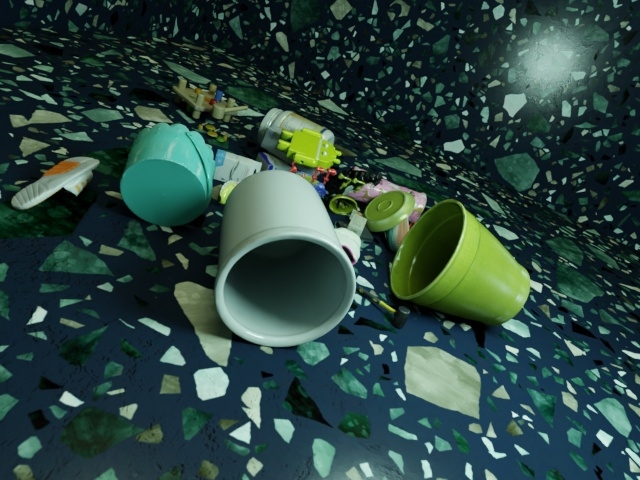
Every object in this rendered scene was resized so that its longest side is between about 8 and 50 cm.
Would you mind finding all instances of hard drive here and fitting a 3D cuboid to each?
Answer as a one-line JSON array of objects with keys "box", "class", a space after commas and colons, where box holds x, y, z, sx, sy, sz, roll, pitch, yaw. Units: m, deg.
[{"box": [0.137, -0.037, 1.736, 0.135, 0.022, 0.094, 8, 32, -25], "class": "hard drive"}]

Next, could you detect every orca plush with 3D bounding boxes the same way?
[{"box": [0.110, -0.248, 1.848, 0.287, 0.151, 0.102, 8, -13, 38], "class": "orca plush"}]

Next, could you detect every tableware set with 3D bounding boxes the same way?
[{"box": [-0.509, -0.510, 2.065, 0.154, 0.024, 0.104, 29, 32, 7], "class": "tableware set"}]

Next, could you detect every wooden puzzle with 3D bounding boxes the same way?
[{"box": [0.150, -0.098, 1.818, 0.049, 0.006, 0.083, 28, 66, -7], "class": "wooden puzzle"}]

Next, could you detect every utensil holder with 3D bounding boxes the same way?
[{"box": [-0.105, 0.025, 1.147, 0.327, 0.328, 0.385, 13, 28, -18], "class": "utensil holder"}]

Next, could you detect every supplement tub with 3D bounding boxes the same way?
[{"box": [-0.117, -0.476, 2.077, 0.316, 0.228, 0.228, 28, 29, 10], "class": "supplement tub"}]

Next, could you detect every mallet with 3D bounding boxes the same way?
[{"box": [0.190, 0.207, 1.360, 0.189, 0.062, 0.039, 25, 23, 35], "class": "mallet"}]

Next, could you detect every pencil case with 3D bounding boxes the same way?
[{"box": [0.294, -0.208, 2.003, 0.386, 0.160, 0.167, 19, 47, -7], "class": "pencil case"}]

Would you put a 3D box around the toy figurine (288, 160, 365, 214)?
[{"box": [-0.024, -0.248, 1.817, 0.362, 0.191, 0.217, 9, 27, -26], "class": "toy figurine"}]

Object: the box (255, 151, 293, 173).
[{"box": [-0.200, -0.324, 1.922, 0.137, 0.072, 0.126, 0, 36, -36], "class": "box"}]

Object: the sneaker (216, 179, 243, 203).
[{"box": [-0.293, -0.168, 1.584, 0.094, 0.081, 0.208, 33, 29, 13], "class": "sneaker"}]

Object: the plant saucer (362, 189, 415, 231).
[{"box": [0.273, -0.133, 1.805, 0.037, 0.241, 0.241, 54, 12, -32], "class": "plant saucer"}]

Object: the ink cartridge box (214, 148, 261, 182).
[{"box": [-0.331, -0.277, 1.712, 0.180, 0.104, 0.060, 15, 29, -14], "class": "ink cartridge box"}]

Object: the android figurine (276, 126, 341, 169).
[{"box": [-0.044, -0.385, 1.825, 0.273, 0.056, 0.248, 18, 42, -6], "class": "android figurine"}]

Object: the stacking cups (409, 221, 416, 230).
[{"box": [0.546, -0.023, 1.963, 0.316, 0.096, 0.096, 9, 31, -15], "class": "stacking cups"}]

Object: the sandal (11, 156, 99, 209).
[{"box": [-0.747, -0.152, 1.243, 0.102, 0.076, 0.265, 18, 47, 21], "class": "sandal"}]

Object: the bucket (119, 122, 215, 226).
[{"box": [-0.455, -0.189, 1.312, 0.281, 0.281, 0.183, 13, 39, -18], "class": "bucket"}]

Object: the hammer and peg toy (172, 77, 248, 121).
[{"box": [-0.556, -0.688, 2.220, 0.266, 0.127, 0.361, -10, 43, -48], "class": "hammer and peg toy"}]

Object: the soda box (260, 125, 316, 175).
[{"box": [-0.116, -0.393, 1.924, 0.286, 0.098, 0.091, 31, 27, 7], "class": "soda box"}]

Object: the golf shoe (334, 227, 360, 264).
[{"box": [0.000, 0.000, 1.486, 0.306, 0.115, 0.140, 16, 33, -10], "class": "golf shoe"}]

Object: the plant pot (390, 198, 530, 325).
[{"box": [0.485, 0.109, 1.457, 0.353, 0.366, 0.366, 30, 27, -14], "class": "plant pot"}]

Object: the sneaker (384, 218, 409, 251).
[{"box": [0.297, -0.058, 1.822, 0.108, 0.121, 0.302, 49, 35, -31], "class": "sneaker"}]

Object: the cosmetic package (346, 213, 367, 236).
[{"box": [0.141, -0.058, 1.706, 0.060, 0.041, 0.115, 26, 29, 5], "class": "cosmetic package"}]
